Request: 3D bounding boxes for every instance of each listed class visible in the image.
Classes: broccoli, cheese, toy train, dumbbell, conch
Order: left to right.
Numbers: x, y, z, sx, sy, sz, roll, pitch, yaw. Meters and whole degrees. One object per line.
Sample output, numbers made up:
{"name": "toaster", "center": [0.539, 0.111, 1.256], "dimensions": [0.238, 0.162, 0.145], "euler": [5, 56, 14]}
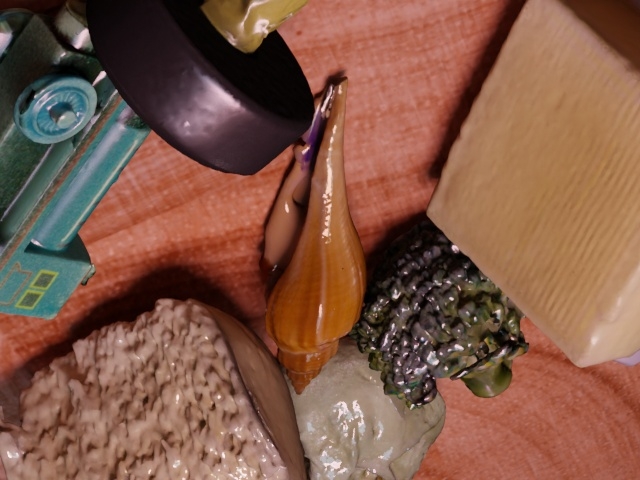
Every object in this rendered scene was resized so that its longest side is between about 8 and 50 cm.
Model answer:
{"name": "toy train", "center": [-0.242, -0.067, 1.417], "dimensions": [0.194, 0.120, 0.298], "euler": [13, 123, -49]}
{"name": "dumbbell", "center": [-0.007, -0.219, 1.284], "dimensions": [0.322, 0.204, 0.203], "euler": [-39, 131, 20]}
{"name": "conch", "center": [0.005, 0.000, 1.563], "dimensions": [0.093, 0.109, 0.330], "euler": [4, 112, -23]}
{"name": "broccoli", "center": [0.161, 0.074, 1.657], "dimensions": [0.198, 0.177, 0.275], "euler": [-40, 149, 23]}
{"name": "cheese", "center": [0.241, -0.063, 1.468], "dimensions": [0.124, 0.242, 0.265], "euler": [-18, 144, -44]}

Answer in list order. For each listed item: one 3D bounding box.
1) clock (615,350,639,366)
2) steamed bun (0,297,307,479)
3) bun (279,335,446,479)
{"name": "clock", "center": [0.347, -0.017, 1.592], "dimensions": [0.083, 0.186, 0.253], "euler": [27, 121, -32]}
{"name": "steamed bun", "center": [-0.117, 0.210, 1.583], "dimensions": [0.272, 0.290, 0.273], "euler": [-25, 157, 35]}
{"name": "bun", "center": [0.031, 0.204, 1.748], "dimensions": [0.204, 0.126, 0.212], "euler": [-36, 131, 15]}
